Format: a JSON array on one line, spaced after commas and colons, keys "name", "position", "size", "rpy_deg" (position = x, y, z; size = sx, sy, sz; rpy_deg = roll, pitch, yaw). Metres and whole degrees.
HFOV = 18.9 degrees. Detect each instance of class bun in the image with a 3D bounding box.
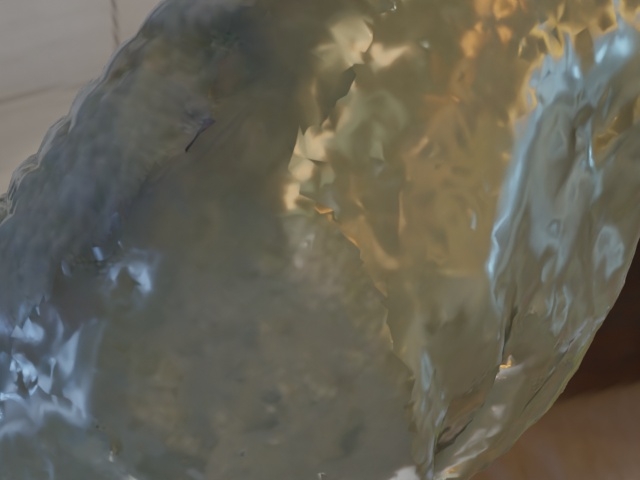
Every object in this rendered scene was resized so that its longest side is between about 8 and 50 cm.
[{"name": "bun", "position": [0.003, -0.004, 0.700], "size": [0.194, 0.354, 0.354], "rpy_deg": [40, 123, -4]}]
